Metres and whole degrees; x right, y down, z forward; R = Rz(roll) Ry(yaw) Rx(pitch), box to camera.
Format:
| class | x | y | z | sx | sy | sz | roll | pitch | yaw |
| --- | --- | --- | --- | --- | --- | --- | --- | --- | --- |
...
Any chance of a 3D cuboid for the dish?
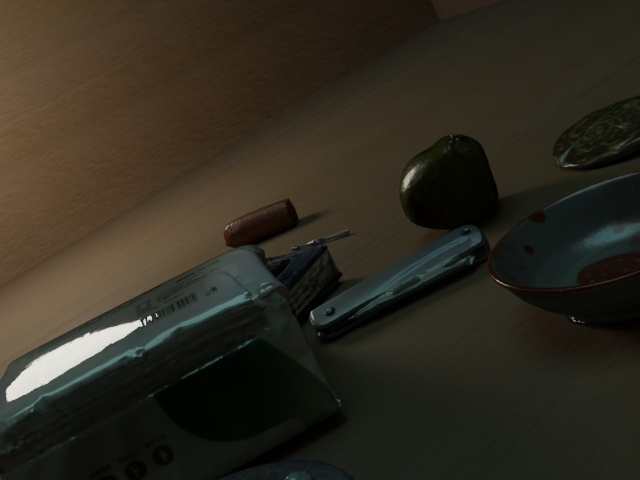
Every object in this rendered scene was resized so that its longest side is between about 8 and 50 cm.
| class | x | y | z | sx | sy | sz | roll | pitch | yaw |
| --- | --- | --- | --- | --- | --- | --- | --- | --- | --- |
| dish | 0.310 | 0.018 | 0.906 | 0.260 | 0.085 | 0.260 | -23 | 16 | 7 |

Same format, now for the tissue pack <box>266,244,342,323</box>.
| class | x | y | z | sx | sy | sz | roll | pitch | yaw |
| --- | --- | --- | --- | --- | --- | --- | --- | --- | --- |
| tissue pack | -0.094 | 0.101 | 1.321 | 0.173 | 0.073 | 0.235 | -13 | 22 | 38 |

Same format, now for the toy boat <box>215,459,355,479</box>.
| class | x | y | z | sx | sy | sz | roll | pitch | yaw |
| --- | --- | --- | --- | --- | --- | --- | --- | --- | --- |
| toy boat | -0.062 | 0.250 | 0.776 | 0.227 | 0.085 | 0.155 | -16 | 18 | 36 |

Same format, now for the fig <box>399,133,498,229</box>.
| class | x | y | z | sx | sy | sz | roll | pitch | yaw |
| --- | --- | --- | --- | --- | --- | --- | --- | --- | --- |
| fig | 0.201 | -0.092 | 1.322 | 0.165 | 0.154 | 0.144 | 110 | 168 | -63 |

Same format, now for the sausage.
| class | x | y | z | sx | sy | sz | roll | pitch | yaw |
| --- | --- | --- | --- | --- | --- | --- | --- | --- | --- |
| sausage | -0.133 | -0.032 | 1.825 | 0.169 | 0.065 | 0.065 | -22 | 17 | 13 |

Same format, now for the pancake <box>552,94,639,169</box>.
| class | x | y | z | sx | sy | sz | roll | pitch | yaw |
| --- | --- | --- | --- | --- | --- | --- | --- | --- | --- |
| pancake | 0.478 | -0.181 | 1.349 | 0.250 | 0.031 | 0.250 | -26 | 15 | 7 |

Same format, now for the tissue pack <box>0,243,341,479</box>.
| class | x | y | z | sx | sy | sz | roll | pitch | yaw |
| --- | --- | --- | --- | --- | --- | --- | --- | --- | --- |
| tissue pack | -0.181 | 0.169 | 1.029 | 0.356 | 0.194 | 0.266 | -28 | 15 | -6 |

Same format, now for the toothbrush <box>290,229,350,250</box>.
| class | x | y | z | sx | sy | sz | roll | pitch | yaw |
| --- | --- | --- | --- | --- | --- | --- | --- | --- | --- |
| toothbrush | 0.000 | 0.000 | 1.599 | 0.131 | 0.011 | 0.013 | -18 | 6 | 32 |

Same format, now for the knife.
| class | x | y | z | sx | sy | sz | roll | pitch | yaw |
| --- | --- | --- | --- | --- | --- | --- | --- | --- | --- |
| knife | 0.108 | 0.059 | 1.183 | 0.265 | 0.040 | 0.073 | -27 | 27 | 1 |
